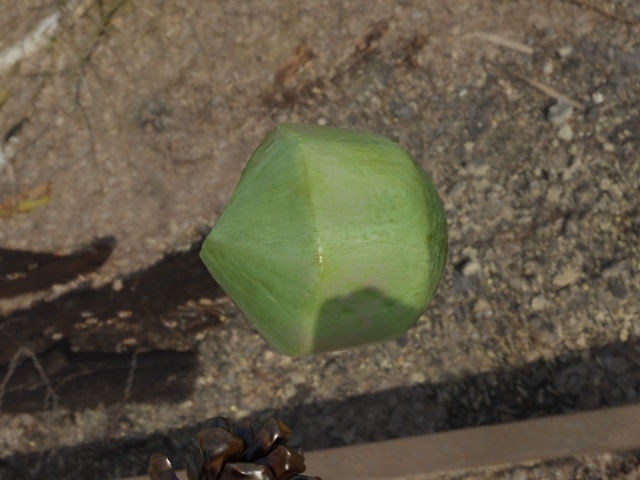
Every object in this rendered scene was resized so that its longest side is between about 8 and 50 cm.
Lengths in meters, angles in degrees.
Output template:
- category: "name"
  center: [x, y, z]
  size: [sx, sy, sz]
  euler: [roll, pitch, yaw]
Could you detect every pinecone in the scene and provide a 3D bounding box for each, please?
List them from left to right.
- category: "pinecone"
  center: [-0.102, 0.311, 0.918]
  size: [0.244, 0.244, 0.309]
  euler: [-8, 55, 32]

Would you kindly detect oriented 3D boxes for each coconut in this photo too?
- category: "coconut"
  center: [0.000, 0.000, 1.256]
  size: [0.328, 0.328, 0.281]
  euler: [-48, 31, -2]
